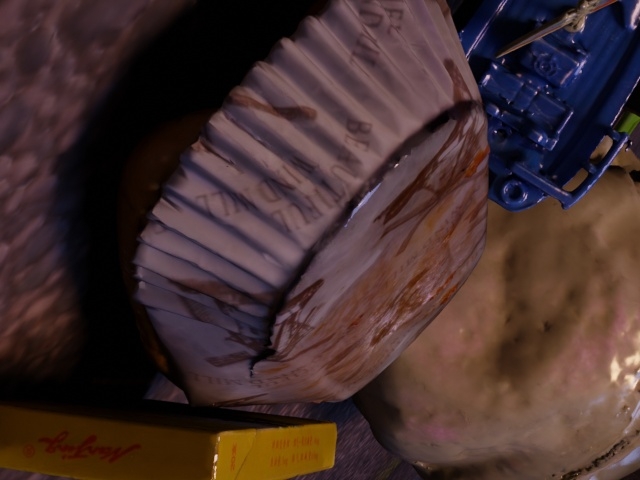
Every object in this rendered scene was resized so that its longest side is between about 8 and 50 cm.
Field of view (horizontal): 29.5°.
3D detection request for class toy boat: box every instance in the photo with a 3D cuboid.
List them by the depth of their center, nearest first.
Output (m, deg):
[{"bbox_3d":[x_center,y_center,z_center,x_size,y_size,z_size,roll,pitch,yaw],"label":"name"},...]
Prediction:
[{"bbox_3d":[0.104,-0.089,0.474,0.175,0.091,0.110,-58,180,13],"label":"toy boat"}]

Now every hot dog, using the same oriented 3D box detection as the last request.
[{"bbox_3d":[0.000,0.000,0.428,0.144,0.075,0.268,-43,167,-9],"label":"hot dog"}]

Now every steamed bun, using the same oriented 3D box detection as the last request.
[{"bbox_3d":[0.174,0.066,0.833,0.320,0.206,0.275,-41,161,-42],"label":"steamed bun"}]

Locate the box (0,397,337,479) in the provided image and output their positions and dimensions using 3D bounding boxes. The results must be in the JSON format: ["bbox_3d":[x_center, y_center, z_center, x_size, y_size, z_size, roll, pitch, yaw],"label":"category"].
[{"bbox_3d":[-0.053,0.069,0.426,0.155,0.087,0.023,29,70,-75],"label":"box"}]

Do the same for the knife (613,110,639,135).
[{"bbox_3d":[0.284,-0.144,0.997,0.054,0.015,0.212,-32,156,-48],"label":"knife"}]

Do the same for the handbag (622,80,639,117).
[{"bbox_3d":[0.251,-0.131,0.643,0.155,0.169,0.215,-41,161,-33],"label":"handbag"}]
